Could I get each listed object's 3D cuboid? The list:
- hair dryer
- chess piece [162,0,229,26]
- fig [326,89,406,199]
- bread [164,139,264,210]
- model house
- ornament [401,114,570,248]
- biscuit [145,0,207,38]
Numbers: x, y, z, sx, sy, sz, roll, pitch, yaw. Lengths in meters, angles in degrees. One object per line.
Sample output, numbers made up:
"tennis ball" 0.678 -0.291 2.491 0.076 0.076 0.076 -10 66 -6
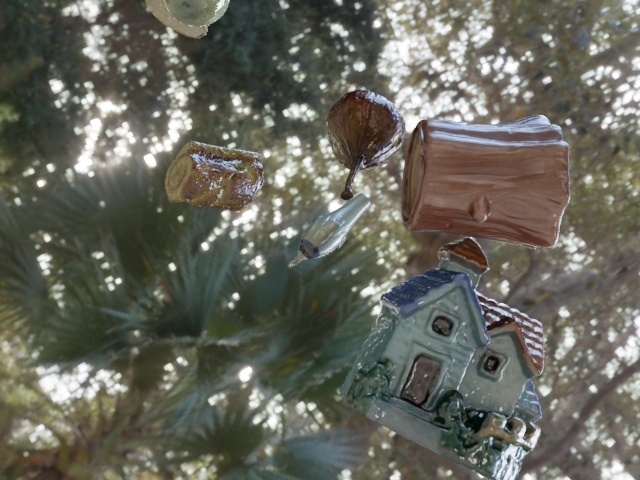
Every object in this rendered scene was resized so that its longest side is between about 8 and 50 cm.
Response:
"hair dryer" 0.016 -0.014 1.759 0.067 0.167 0.199 50 -17 2
"chess piece" -0.178 -0.428 1.464 0.144 0.251 0.144 7 -43 6
"fig" 0.107 -0.197 2.121 0.190 0.191 0.290 107 -22 -52
"bread" -0.210 -0.123 1.900 0.132 0.172 0.103 -49 -132 36
"model house" 0.222 0.160 1.440 0.295 0.329 0.252 27 -8 -4
"ornament" 0.244 -0.091 1.467 0.221 0.218 0.235 105 -10 -63
"biscuit" -0.303 -0.472 1.984 0.152 0.020 0.152 25 -17 8
